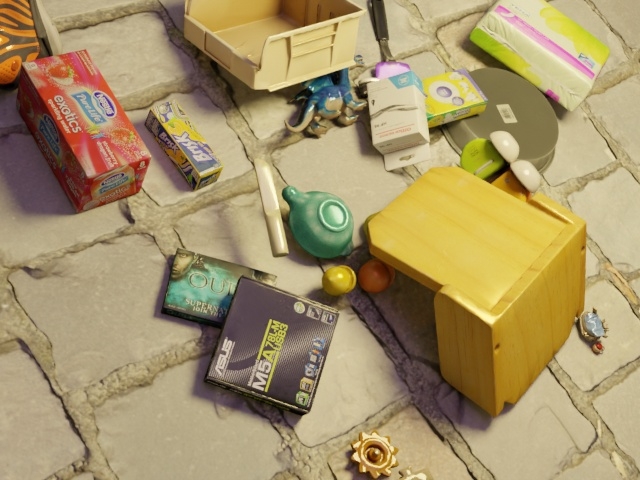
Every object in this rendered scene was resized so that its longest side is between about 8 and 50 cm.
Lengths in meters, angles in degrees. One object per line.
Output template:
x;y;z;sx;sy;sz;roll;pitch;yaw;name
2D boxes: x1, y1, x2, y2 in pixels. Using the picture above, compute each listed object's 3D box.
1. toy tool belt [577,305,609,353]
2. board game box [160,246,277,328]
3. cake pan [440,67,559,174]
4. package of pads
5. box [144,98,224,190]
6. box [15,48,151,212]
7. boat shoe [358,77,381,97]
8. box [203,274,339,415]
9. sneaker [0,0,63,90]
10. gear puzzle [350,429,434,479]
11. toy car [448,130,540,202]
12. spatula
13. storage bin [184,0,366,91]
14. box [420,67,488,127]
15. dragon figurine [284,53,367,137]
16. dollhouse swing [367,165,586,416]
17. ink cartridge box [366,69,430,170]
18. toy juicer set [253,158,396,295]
0.545;0.176;1.924;0.052;0.051;0.083;-5;62;-25;toy tool belt
-0.173;0.092;1.691;0.186;0.026;0.126;16;55;-13;board game box
0.400;-0.265;2.140;0.293;0.054;0.293;10;57;-16;cake pan
0.515;-0.456;2.258;0.296;0.101;0.229;37;41;2;package of pads
-0.254;-0.178;1.810;0.059;0.054;0.169;-28;74;-33;box
-0.420;-0.195;1.708;0.128;0.122;0.257;-21;70;-33;box
0.143;-0.324;2.064;0.125;0.046;0.038;-3;77;-10;boat shoe
-0.080;0.177;1.640;0.184;0.045;0.190;23;69;-11;box
-0.571;-0.390;1.667;0.125;0.321;0.180;18;55;33;sneaker
0.135;0.467;1.581;0.175;0.044;0.339;-16;64;-28;gear puzzle
0.362;-0.126;1.997;0.182;0.159;0.136;57;21;16;toy car
0.145;-0.430;2.150;0.084;0.030;0.296;-1;60;-14;spatula
-0.098;-0.428;1.933;0.260;0.123;0.262;-23;47;-33;storage bin
0.249;-0.297;2.048;0.179;0.043;0.105;-20;60;-19;box
-0.006;-0.294;1.966;0.289;0.085;0.144;-27;72;-36;dragon figurine
0.284;0.079;1.836;0.305;0.315;0.347;19;44;34;dollhouse swing
0.159;-0.243;1.974;0.060;0.104;0.180;35;45;-58;ink cartridge box
0.000;0.000;1.788;0.329;0.089;0.209;19;62;-23;toy juicer set
